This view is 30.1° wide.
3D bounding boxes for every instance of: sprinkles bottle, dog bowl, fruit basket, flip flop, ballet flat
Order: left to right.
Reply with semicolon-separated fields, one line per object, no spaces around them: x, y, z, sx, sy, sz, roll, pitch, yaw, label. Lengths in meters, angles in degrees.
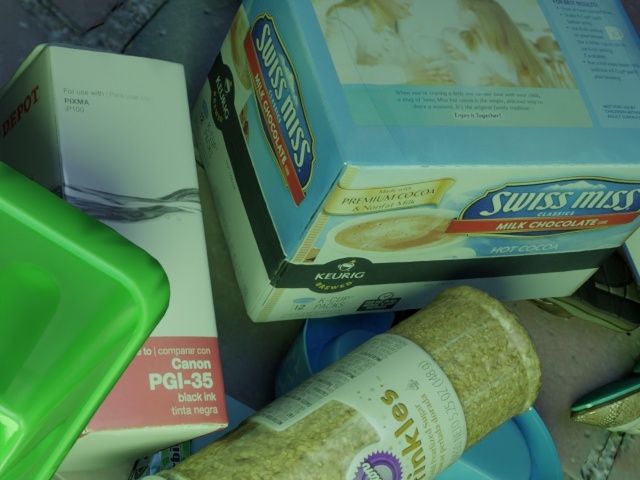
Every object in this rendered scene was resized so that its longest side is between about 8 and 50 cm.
-0.294;0.079;0.764;0.283;0.392;0.392;33;57;-10;fruit basket
0.007;0.159;0.883;0.355;0.121;0.121;-29;89;-32;sprinkles bottle
0.086;0.167;1.077;0.297;0.074;0.166;32;36;-20;dog bowl
0.245;0.031;1.262;0.277;0.080;0.112;27;54;-39;flip flop
0.349;0.168;1.276;0.206;0.073;0.067;-23;94;-34;ballet flat

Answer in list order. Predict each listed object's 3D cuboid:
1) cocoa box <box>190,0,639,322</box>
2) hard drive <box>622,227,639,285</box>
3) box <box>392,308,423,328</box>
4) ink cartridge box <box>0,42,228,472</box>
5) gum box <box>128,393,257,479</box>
0.100;-0.091;1.034;0.347;0.228;0.231;-2;58;-26;cocoa box
0.467;0.037;1.374;0.319;0.040;0.210;-10;74;-47;hard drive
0.123;0.079;1.173;0.083;0.052;0.062;32;59;-18;box
-0.180;0.022;0.903;0.117;0.207;0.283;3;71;-34;ink cartridge box
-0.071;0.223;1.000;0.184;0.041;0.157;32;58;-19;gum box
